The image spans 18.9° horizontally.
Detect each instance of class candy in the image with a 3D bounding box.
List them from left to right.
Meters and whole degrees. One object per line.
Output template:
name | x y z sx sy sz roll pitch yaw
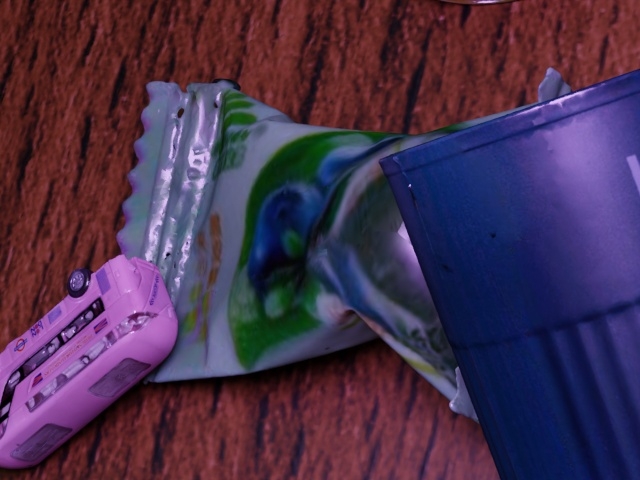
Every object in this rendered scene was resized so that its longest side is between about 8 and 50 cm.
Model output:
candy | -0.004 -0.002 1.463 0.398 0.172 0.263 4 72 31

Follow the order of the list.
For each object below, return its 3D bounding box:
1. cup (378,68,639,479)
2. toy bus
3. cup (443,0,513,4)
cup | 0.215 0.039 1.230 0.242 0.308 0.292 -18 91 38
toy bus | -0.199 0.097 1.506 0.203 0.063 0.090 -39 54 23
cup | 0.163 -0.303 1.539 0.239 0.166 0.177 -6 69 18
